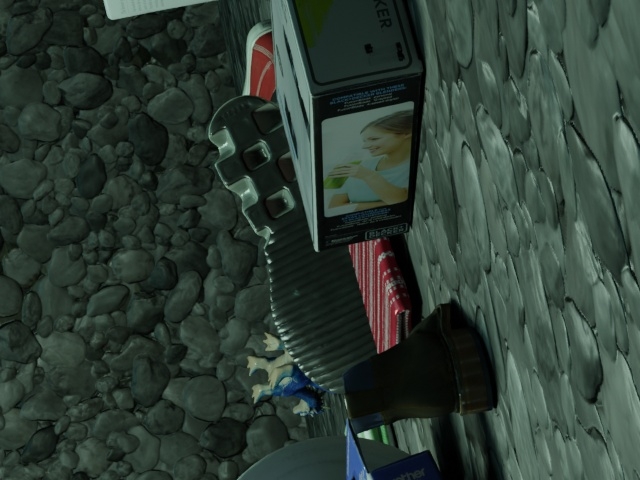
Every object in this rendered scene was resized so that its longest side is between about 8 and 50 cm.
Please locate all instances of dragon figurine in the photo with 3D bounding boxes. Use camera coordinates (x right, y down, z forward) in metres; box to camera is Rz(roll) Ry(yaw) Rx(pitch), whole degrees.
[{"bbox_3d":[-0.015,0.180,2.662,0.289,0.144,0.085,126,137,-57],"label":"dragon figurine"}]

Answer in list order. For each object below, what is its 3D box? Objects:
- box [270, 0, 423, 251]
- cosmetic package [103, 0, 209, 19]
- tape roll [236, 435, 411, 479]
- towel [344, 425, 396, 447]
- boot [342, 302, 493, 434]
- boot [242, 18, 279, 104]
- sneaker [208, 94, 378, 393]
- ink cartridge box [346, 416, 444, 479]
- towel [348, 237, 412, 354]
[{"bbox_3d":[0.017,-0.128,1.486,0.290,0.087,0.169,90,167,-67],"label":"box"},{"bbox_3d":[-0.142,-0.358,2.000,0.224,0.225,0.138,98,160,-75],"label":"cosmetic package"},{"bbox_3d":[0.015,0.305,1.632,0.169,0.246,0.246,93,165,-75],"label":"tape roll"},{"bbox_3d":[0.065,0.276,2.230,0.325,0.038,0.247,88,169,-63],"label":"towel"},{"bbox_3d":[0.060,0.098,1.409,0.219,0.106,0.082,-171,70,-85],"label":"boot"},{"bbox_3d":[-0.043,-0.127,2.270,0.244,0.088,0.176,88,168,-46],"label":"boot"},{"bbox_3d":[0.000,0.000,1.967,0.146,0.122,0.330,-2,-109,-69],"label":"sneaker"},{"bbox_3d":[0.101,0.295,1.415,0.185,0.065,0.311,85,160,-57],"label":"ink cartridge box"},{"bbox_3d":[0.050,-0.004,1.762,0.199,0.031,0.274,86,171,-59],"label":"towel"}]
